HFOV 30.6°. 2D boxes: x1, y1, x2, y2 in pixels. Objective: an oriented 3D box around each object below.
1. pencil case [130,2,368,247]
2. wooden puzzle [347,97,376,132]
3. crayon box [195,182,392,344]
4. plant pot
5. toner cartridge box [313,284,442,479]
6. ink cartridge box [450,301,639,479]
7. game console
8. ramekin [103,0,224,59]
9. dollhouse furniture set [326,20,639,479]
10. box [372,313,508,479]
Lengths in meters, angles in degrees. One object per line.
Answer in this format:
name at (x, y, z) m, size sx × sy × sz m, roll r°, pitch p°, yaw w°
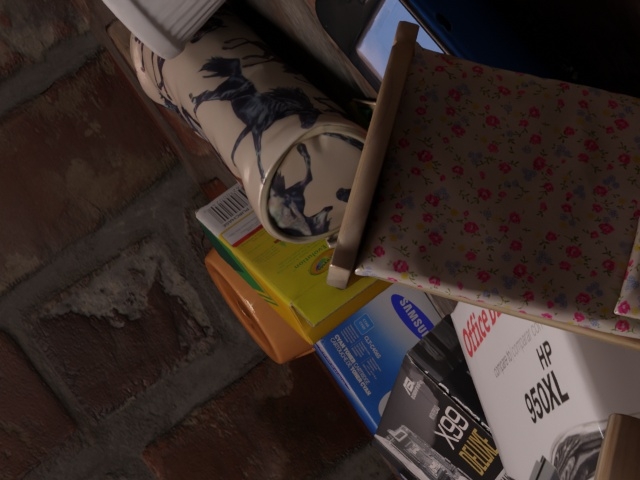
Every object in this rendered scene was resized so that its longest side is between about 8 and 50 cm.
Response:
pencil case at (-0.085, -0.154, 1.443) m, size 0.410 × 0.160 × 0.183 m, roll 47°, pitch 171°, yaw 43°
wooden puzzle at (0.065, -0.128, 1.322) m, size 0.078 × 0.014 × 0.116 m, roll 57°, pitch 168°, yaw -14°
crayon box at (0.000, 0.000, 1.479) m, size 0.318 × 0.202 × 0.081 m, roll 41°, pitch 163°, yaw 50°
plant pot at (-0.038, 0.050, 1.778) m, size 0.291 × 0.203 × 0.291 m, roll 51°, pitch 167°, yaw 16°
toner cartridge box at (0.142, 0.224, 1.655) m, size 0.348 × 0.165 × 0.075 m, roll 56°, pitch 167°, yaw -11°
ink cartridge box at (0.241, 0.171, 0.798) m, size 0.285 × 0.166 × 0.395 m, roll 96°, pitch 157°, yaw -71°
game console at (0.072, -0.125, 0.862) m, size 0.293 × 0.173 × 0.250 m, roll 52°, pitch 146°, yaw 13°
ramekin at (-0.209, -0.350, 1.343) m, size 0.273 × 0.127 × 0.273 m, roll 52°, pitch -173°, yaw -9°
dollhouse furniture set at (0.073, -0.080, 0.547) m, size 0.303 × 0.355 × 0.174 m, roll 14°, pitch 165°, yaw 2°
box at (0.184, 0.244, 1.334) m, size 0.242 × 0.076 × 0.307 m, roll 43°, pitch 157°, yaw 16°
